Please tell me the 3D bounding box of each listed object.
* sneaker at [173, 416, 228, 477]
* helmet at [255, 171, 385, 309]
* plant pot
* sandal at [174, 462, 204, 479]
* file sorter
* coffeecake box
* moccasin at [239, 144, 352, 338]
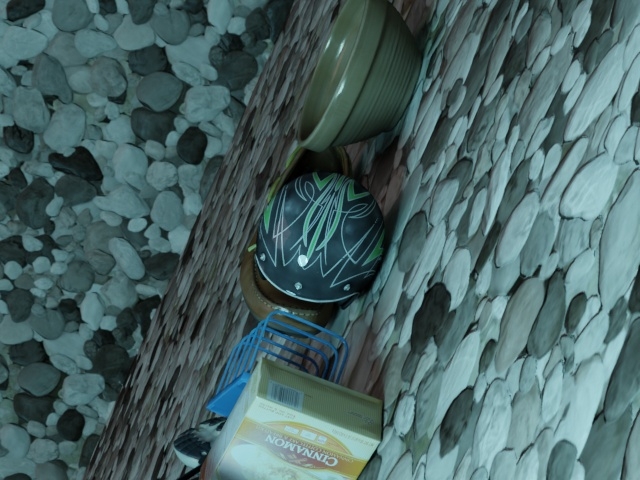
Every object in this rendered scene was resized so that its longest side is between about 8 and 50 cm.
[{"bbox_3d":[-0.091,0.304,2.073,0.107,0.110,0.275,-30,22,-12],"label":"sneaker"},{"bbox_3d":[0.000,0.000,1.996,0.161,0.169,0.169,91,-164,-74],"label":"helmet"},{"bbox_3d":[0.063,-0.217,2.220,0.237,0.110,0.237,-159,90,-80],"label":"plant pot"},{"bbox_3d":[-0.122,0.280,1.946,0.254,0.054,0.097,-31,17,-11],"label":"sandal"},{"bbox_3d":[-0.050,0.167,2.046,0.170,0.118,0.104,137,155,-65],"label":"file sorter"},{"bbox_3d":[-0.036,0.231,1.790,0.068,0.142,0.185,-84,18,-53],"label":"coffeecake box"},{"bbox_3d":[-0.016,-0.013,2.200,0.380,0.139,0.147,-69,-2,-54],"label":"moccasin"}]
